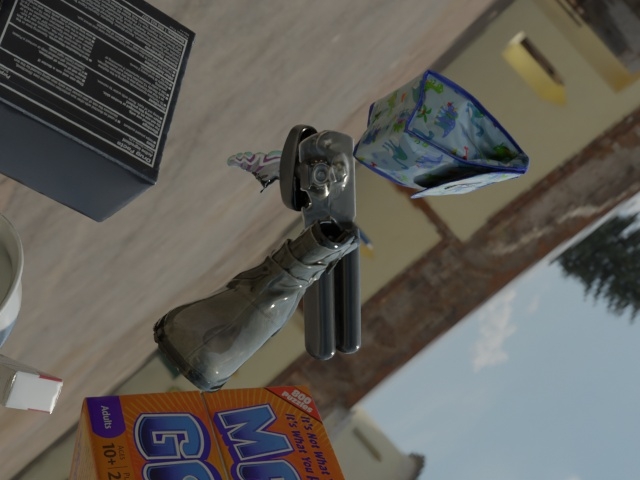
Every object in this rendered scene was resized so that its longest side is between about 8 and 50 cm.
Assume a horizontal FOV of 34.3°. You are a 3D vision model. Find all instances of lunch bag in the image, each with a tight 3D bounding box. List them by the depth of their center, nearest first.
[{"bbox_3d":[0.132,-0.099,1.124,0.129,0.151,0.096,-17,-130,64],"label":"lunch bag"}]

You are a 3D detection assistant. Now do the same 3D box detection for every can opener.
[{"bbox_3d":[0.000,0.000,1.266,0.076,0.283,0.095,-11,-161,-30],"label":"can opener"}]

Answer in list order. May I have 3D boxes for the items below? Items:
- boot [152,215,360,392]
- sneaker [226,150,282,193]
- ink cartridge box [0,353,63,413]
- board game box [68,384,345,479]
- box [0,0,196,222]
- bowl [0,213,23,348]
[{"bbox_3d":[-0.050,0.040,0.953,0.161,0.083,0.246,-44,177,16],"label":"boot"},{"bbox_3d":[-0.104,-0.109,1.694,0.098,0.069,0.038,-5,170,9],"label":"sneaker"},{"bbox_3d":[-0.614,0.273,2.025,0.127,0.175,0.072,26,80,-56],"label":"ink cartridge box"},{"bbox_3d":[-0.173,0.472,1.544,0.357,0.356,0.356,0,130,-23],"label":"board game box"},{"bbox_3d":[-0.375,-0.232,1.523,0.183,0.296,0.293,-29,-138,44],"label":"box"},{"bbox_3d":[-0.499,0.094,1.295,0.298,0.298,0.134,-41,144,-29],"label":"bowl"}]
